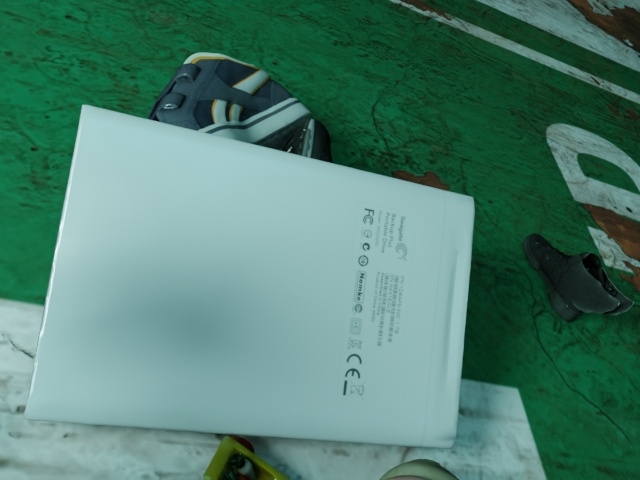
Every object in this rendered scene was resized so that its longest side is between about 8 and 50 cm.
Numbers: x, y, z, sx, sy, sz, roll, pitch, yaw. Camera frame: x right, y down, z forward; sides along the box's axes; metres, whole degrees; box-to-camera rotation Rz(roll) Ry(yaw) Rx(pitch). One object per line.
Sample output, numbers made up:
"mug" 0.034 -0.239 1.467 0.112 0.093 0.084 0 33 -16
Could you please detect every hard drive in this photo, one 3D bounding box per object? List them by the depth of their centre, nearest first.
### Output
"hard drive" -0.037 0.043 0.559 0.353 0.047 0.233 11 80 -22

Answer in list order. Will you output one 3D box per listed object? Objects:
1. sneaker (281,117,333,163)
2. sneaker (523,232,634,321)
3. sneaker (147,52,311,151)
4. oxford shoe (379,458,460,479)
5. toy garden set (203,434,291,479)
"sneaker" 0.000 0.000 0.710 0.124 0.107 0.283 21 52 -21
"sneaker" 0.338 0.039 0.890 0.051 0.089 0.170 9 48 -27
"sneaker" -0.133 -0.111 0.703 0.127 0.126 0.321 42 31 2
"oxford shoe" 0.163 0.332 0.468 0.397 0.140 0.146 62 19 11
"toy garden set" -0.024 0.267 0.469 0.244 0.049 0.204 33 41 -2
